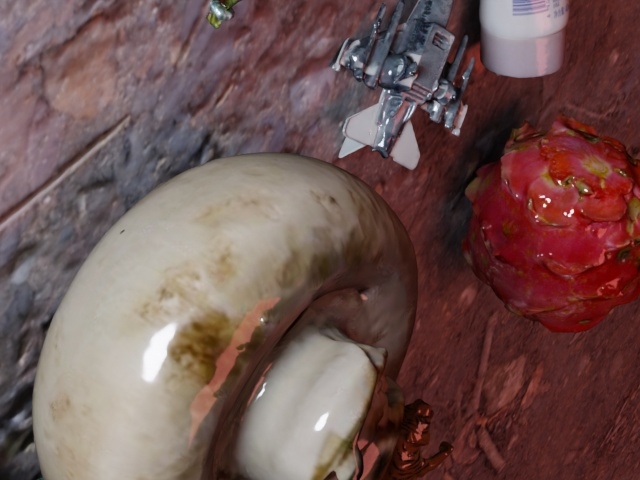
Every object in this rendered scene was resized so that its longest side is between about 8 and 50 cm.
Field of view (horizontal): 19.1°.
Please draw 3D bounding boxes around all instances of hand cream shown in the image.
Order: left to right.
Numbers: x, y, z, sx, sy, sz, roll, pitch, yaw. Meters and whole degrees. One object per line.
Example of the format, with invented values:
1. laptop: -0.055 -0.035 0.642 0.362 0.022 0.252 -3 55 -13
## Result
1. hand cream: 0.188 -0.276 1.758 0.133 0.083 0.248 -31 130 -45

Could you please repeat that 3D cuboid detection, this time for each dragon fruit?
1. dragon fruit: 0.249 -0.003 1.986 0.210 0.205 0.268 -54 162 -19

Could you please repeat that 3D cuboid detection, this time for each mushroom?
1. mushroom: -0.043 0.115 1.476 0.362 0.294 0.362 -40 145 -37

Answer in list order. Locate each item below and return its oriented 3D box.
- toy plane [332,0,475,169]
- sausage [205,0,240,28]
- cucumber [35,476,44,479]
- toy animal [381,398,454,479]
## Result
1. toy plane: 0.089 -0.166 1.677 0.160 0.082 0.234 24 95 -37
2. sausage: -0.005 -0.323 1.361 0.082 0.082 0.372 0 117 -60
3. cucumber: -0.278 0.265 1.467 0.244 0.063 0.115 -21 100 -49
4. toy animal: 0.080 0.279 2.131 0.099 0.056 0.241 -1 119 -53
